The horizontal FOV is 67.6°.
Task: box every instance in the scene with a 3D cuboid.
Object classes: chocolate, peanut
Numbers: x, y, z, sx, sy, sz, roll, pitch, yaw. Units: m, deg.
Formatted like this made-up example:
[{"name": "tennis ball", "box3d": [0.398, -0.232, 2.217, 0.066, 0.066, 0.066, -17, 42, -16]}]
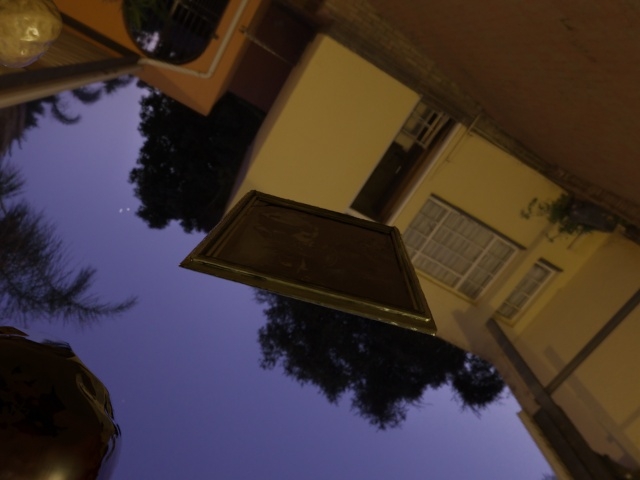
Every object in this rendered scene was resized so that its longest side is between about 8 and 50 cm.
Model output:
[{"name": "chocolate", "box3d": [-0.435, 0.261, 0.561, 0.384, 0.331, 0.383, 20, 169, 4]}, {"name": "peanut", "box3d": [-0.530, -0.372, 0.820, 0.140, 0.159, 0.109, 54, 180, 23]}]

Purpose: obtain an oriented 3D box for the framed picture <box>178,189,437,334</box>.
[{"name": "framed picture", "box3d": [0.000, 0.000, 0.541, 0.233, 0.019, 0.296, 15, -162, -2]}]
